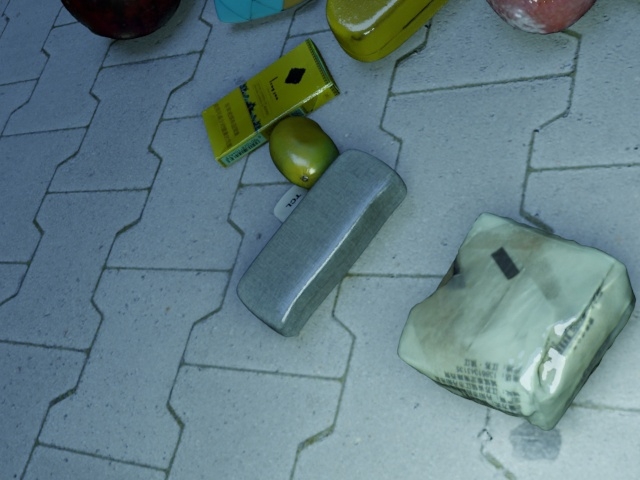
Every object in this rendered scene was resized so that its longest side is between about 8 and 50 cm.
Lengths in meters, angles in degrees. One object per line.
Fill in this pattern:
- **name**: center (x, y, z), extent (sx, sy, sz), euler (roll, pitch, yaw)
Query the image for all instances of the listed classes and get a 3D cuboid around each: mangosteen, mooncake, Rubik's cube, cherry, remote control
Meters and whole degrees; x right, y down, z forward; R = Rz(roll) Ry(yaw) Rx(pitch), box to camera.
- **mangosteen**: center (-0.476, -0.615, 1.882), extent (0.306, 0.359, 0.306), euler (2, 66, -5)
- **mooncake**: center (0.260, 0.109, 1.041), extent (0.254, 0.136, 0.250), euler (23, 75, 44)
- **Rubik's cube**: center (-0.129, -0.548, 1.685), extent (0.254, 0.254, 0.255), euler (-16, 56, 24)
- **cherry**: center (0.360, -0.482, 1.285), extent (0.236, 0.212, 0.286), euler (-15, 65, 53)
- **remote control**: center (-0.007, -0.034, 1.366), extent (0.087, 0.029, 0.190), euler (-47, 49, -1)

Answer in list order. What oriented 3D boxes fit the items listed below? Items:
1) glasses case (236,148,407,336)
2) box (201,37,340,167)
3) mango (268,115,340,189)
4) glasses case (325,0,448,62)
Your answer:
- **glasses case**: center (0.000, 0.000, 1.274), extent (0.131, 0.074, 0.323), euler (35, 85, 39)
- **box**: center (-0.107, -0.275, 1.566), extent (0.279, 0.041, 0.153), euler (-31, 50, 12)
- **mango**: center (-0.033, -0.159, 1.405), extent (0.122, 0.086, 0.191), euler (-7, 38, -21)
- **glasses case**: center (0.166, -0.498, 1.464), extent (0.371, 0.141, 0.173), euler (-43, 63, 2)
